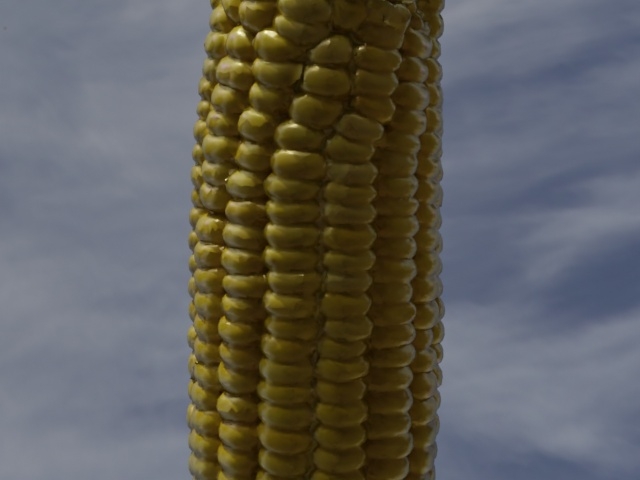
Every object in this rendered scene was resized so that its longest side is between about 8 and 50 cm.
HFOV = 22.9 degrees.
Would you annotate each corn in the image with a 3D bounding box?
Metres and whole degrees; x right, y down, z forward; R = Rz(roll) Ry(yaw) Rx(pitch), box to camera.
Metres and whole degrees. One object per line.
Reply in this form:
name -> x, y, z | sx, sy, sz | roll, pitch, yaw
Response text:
corn -> 0.000, 0.000, 0.397 | 0.067, 0.067, 0.206 | 1, -81, -11
